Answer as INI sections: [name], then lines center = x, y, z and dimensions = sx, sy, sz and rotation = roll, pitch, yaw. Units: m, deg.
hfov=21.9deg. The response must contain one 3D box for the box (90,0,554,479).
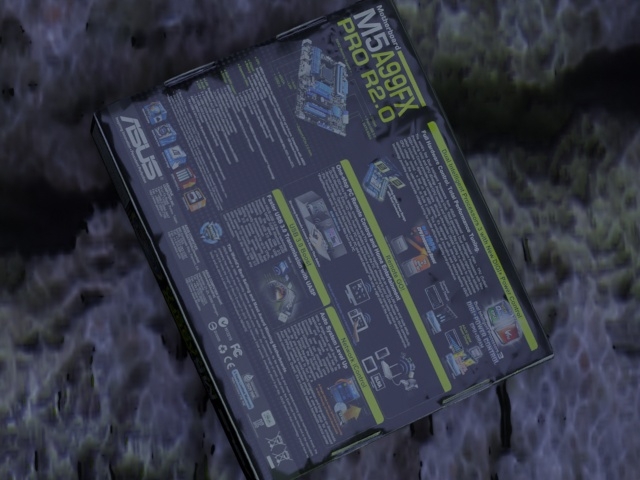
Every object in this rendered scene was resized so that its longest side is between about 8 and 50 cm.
[box]
center = 0.000, 0.000, 1.090
dimensions = 0.216, 0.060, 0.270
rotation = -24, 88, -13
